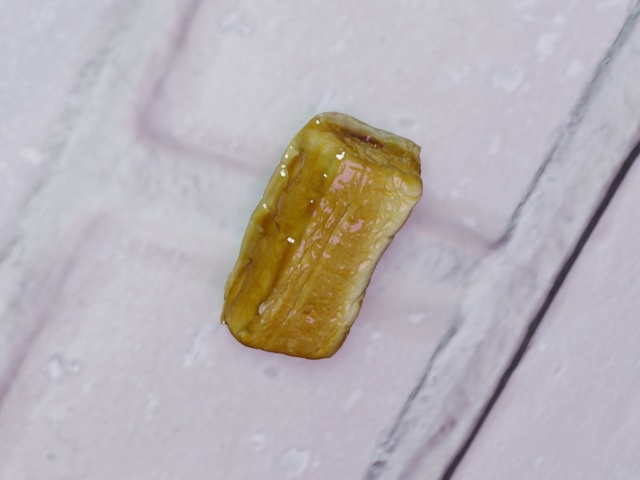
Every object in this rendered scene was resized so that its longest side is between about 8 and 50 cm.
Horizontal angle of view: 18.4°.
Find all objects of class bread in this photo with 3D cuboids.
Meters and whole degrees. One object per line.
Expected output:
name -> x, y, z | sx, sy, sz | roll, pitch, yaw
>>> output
bread -> 0.000, 0.000, 1.023 | 0.074, 0.053, 0.132 | 13, 113, -29
